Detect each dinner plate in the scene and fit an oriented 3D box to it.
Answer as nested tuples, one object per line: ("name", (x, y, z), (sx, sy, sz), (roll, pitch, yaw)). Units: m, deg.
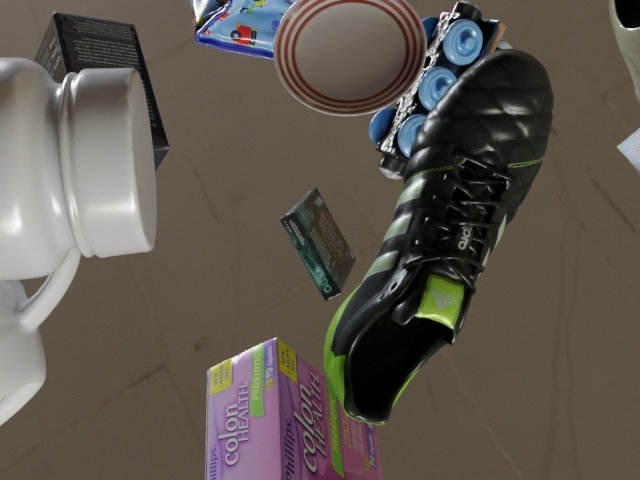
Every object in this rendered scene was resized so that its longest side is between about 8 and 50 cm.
("dinner plate", (0.027, -0.176, 0.856), (0.141, 0.017, 0.141), (-2, -108, 6))

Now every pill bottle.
("pill bottle", (-0.267, -0.047, 0.664), (0.283, 0.160, 0.160), (-4, -119, -4))

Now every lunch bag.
("lunch bag", (-0.019, -0.327, 1.238), (0.138, 0.293, 0.220), (-49, -141, 36))

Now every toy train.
("toy train", (0.123, -0.135, 0.899), (0.080, 0.105, 0.184), (28, -87, 58))

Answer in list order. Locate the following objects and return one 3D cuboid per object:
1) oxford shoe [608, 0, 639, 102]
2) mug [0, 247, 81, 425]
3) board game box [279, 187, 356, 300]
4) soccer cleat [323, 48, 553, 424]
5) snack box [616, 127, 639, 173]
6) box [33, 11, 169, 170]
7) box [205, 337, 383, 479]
("oxford shoe", (0.540, -0.273, 1.442), (0.141, 0.146, 0.396), (-31, -128, 17))
("mug", (-0.440, 0.050, 1.037), (0.374, 0.276, 0.328), (-40, -94, 1))
("board game box", (0.000, 0.000, 1.283), (0.026, 0.186, 0.126), (-27, -83, 14))
("soccer cleat", (0.056, 0.003, 0.412), (0.178, 0.060, 0.072), (-63, -166, 17))
("snack box", (0.435, -0.040, 1.045), (0.070, 0.174, 0.207), (-41, -166, 15))
("box", (-0.282, -0.150, 1.142), (0.153, 0.108, 0.207), (-47, -127, 44))
("box", (-0.028, 0.285, 1.196), (0.117, 0.243, 0.213), (-28, -139, 22))
